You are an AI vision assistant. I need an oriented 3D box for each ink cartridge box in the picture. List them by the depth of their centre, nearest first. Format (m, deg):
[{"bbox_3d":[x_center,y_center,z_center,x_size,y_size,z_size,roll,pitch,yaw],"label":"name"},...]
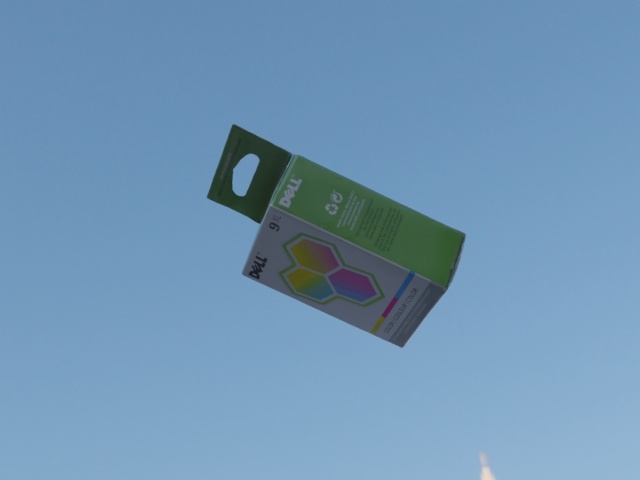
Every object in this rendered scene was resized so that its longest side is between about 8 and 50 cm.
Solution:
[{"bbox_3d":[0.000,0.000,0.862,0.209,0.062,0.109,26,-35,-1],"label":"ink cartridge box"}]
